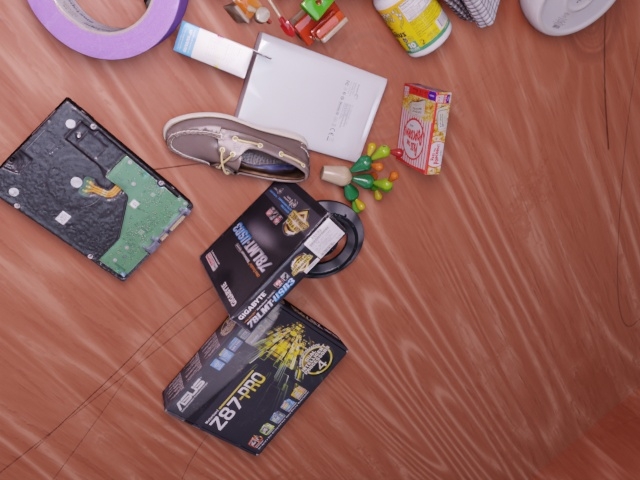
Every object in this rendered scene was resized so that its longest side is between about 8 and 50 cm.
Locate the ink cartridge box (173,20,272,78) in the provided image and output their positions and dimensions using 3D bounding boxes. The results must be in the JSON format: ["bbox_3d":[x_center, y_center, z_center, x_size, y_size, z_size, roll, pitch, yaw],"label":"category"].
[{"bbox_3d":[-0.193,-0.373,1.139,0.181,0.104,0.061,19,103,-11],"label":"ink cartridge box"}]

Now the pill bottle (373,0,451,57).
[{"bbox_3d":[0.191,-0.522,1.256,0.117,0.117,0.208,-46,122,1],"label":"pill bottle"}]

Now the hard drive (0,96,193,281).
[{"bbox_3d":[-0.470,-0.098,1.193,0.237,0.064,0.339,-46,121,1],"label":"hard drive"}]

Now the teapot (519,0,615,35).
[{"bbox_3d":[0.578,-0.630,1.345,0.253,0.187,0.256,-23,148,10],"label":"teapot"}]

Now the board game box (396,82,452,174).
[{"bbox_3d":[0.247,-0.272,1.373,0.045,0.147,0.193,-5,113,-21],"label":"board game box"}]

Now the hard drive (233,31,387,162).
[{"bbox_3d":[-0.021,-0.318,1.300,0.319,0.040,0.210,12,107,-27],"label":"hard drive"}]

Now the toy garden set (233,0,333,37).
[{"bbox_3d":[-0.097,-0.502,1.062,0.244,0.049,0.203,39,91,-21],"label":"toy garden set"}]

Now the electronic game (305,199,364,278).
[{"bbox_3d":[0.000,0.000,1.436,0.230,0.048,0.229,-8,124,-12],"label":"electronic game"}]

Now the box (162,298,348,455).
[{"bbox_3d":[-0.167,0.345,1.498,0.318,0.097,0.395,40,93,-28],"label":"box"}]

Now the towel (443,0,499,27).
[{"bbox_3d":[0.324,-0.629,1.205,0.235,0.121,0.283,7,100,-57],"label":"towel"}]

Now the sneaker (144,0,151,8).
[{"bbox_3d":[-0.288,-0.552,1.065,0.130,0.087,0.227,38,115,-6],"label":"sneaker"}]

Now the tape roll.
[{"bbox_3d":[-0.376,-0.468,1.003,0.275,0.090,0.274,0,115,0],"label":"tape roll"}]

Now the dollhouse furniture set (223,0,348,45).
[{"bbox_3d":[-0.064,-0.528,1.134,0.262,0.135,0.259,-44,121,0],"label":"dollhouse furniture set"}]

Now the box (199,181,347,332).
[{"bbox_3d":[-0.117,0.013,1.256,0.293,0.295,0.073,-44,123,1],"label":"box"}]

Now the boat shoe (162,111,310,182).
[{"bbox_3d":[-0.176,-0.193,1.233,0.325,0.096,0.116,7,141,-22],"label":"boat shoe"}]

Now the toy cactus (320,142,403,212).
[{"bbox_3d":[0.091,-0.158,1.366,0.181,0.112,0.219,9,149,-15],"label":"toy cactus"}]
